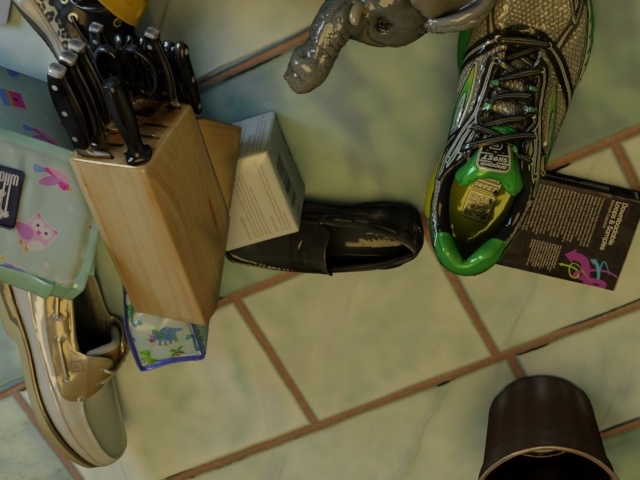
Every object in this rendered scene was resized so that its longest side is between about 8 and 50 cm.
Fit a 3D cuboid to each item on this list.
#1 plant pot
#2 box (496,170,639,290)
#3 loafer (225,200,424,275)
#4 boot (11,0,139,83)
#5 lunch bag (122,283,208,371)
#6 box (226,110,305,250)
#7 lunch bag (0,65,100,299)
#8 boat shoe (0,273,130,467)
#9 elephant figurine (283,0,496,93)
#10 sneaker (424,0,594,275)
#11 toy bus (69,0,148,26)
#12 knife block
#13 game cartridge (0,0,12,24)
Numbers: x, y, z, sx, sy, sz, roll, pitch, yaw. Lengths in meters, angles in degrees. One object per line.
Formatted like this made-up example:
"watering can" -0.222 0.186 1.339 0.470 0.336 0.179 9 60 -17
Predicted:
"plant pot" 0.255 0.249 1.671 0.167 0.165 0.167 3 121 5
"box" 0.257 -0.015 1.597 0.162 0.029 0.116 14 120 -1
"loafer" 0.000 0.000 1.600 0.223 0.078 0.076 -3 119 7
"boot" -0.190 -0.240 1.469 0.179 0.085 0.236 -36 102 21
"lunch bag" -0.172 0.043 1.612 0.096 0.129 0.151 -14 116 8
"box" -0.075 -0.063 1.558 0.087 0.102 0.101 -16 118 12
"lunch bag" -0.339 -0.061 1.459 0.223 0.262 0.160 19 122 -29
"boat shoe" -0.276 0.132 1.683 0.103 0.113 0.302 -11 118 18
"elephant figurine" 0.084 -0.258 1.402 0.186 0.169 0.239 12 115 15
"sneaker" 0.191 -0.120 1.462 0.134 0.146 0.343 11 108 1
"toy bus" -0.216 -0.336 1.342 0.220 0.149 0.211 36 93 14
"knife block" -0.176 -0.059 1.389 0.088 0.242 0.275 10 93 27
"game cartridge" -0.359 -0.254 1.523 0.083 0.017 0.056 16 117 -4
